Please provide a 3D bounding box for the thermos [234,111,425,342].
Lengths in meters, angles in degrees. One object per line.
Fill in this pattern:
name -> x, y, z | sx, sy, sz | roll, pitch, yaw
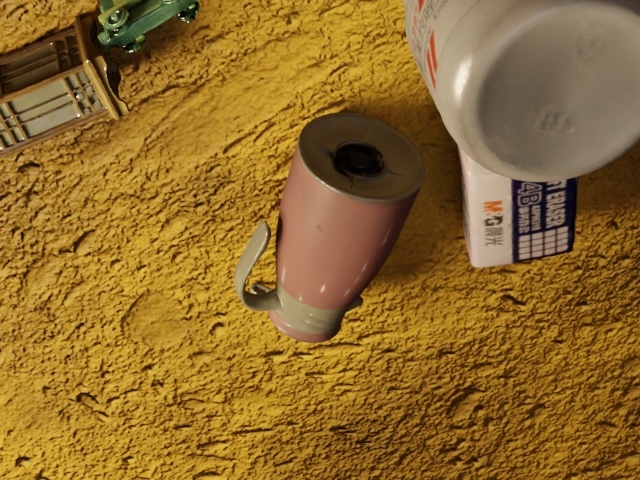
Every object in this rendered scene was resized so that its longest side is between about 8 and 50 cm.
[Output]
thermos -> 0.000, 0.000, 2.224 | 0.176, 0.146, 0.265 | 0, 134, -24

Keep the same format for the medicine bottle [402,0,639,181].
medicine bottle -> 0.205, -0.233, 1.982 | 0.245, 0.306, 0.245 | -8, 129, -10

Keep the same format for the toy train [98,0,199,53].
toy train -> -0.177, -0.245, 2.006 | 0.122, 0.081, 0.050 | -28, 141, 8

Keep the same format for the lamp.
lamp -> -0.368, -0.123, 2.045 | 0.325, 0.089, 0.090 | -22, 131, 3

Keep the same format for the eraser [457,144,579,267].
eraser -> 0.221, -0.077, 2.204 | 0.130, 0.086, 0.287 | -13, 151, 0
